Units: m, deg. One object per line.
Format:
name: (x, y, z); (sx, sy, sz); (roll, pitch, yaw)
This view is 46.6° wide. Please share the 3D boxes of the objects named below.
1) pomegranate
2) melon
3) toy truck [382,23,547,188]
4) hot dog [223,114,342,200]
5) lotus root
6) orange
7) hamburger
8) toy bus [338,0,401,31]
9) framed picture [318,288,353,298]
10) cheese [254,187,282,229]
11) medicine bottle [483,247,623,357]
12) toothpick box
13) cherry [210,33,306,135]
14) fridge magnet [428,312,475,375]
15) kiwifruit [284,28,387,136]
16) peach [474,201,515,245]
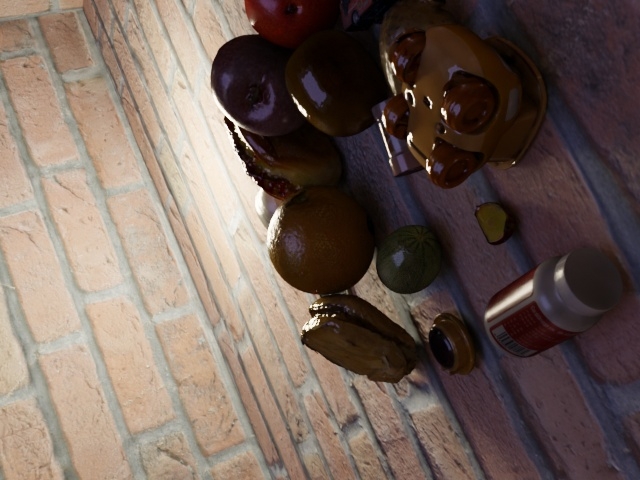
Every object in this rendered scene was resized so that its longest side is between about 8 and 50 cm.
pomegranate: (-0.061, -0.549, 1.660); (0.256, 0.221, 0.221); (-97, 11, -45)
melon: (0.190, 0.044, 1.605); (0.139, 0.139, 0.192); (61, 156, 23)
toy truck: (0.235, -0.225, 1.249); (0.204, 0.212, 0.288); (53, 153, 34)
hot dog: (-0.122, -0.264, 1.948); (0.405, 0.223, 0.185); (59, 150, 25)
lotus root: (0.180, -0.345, 1.367); (0.154, 0.140, 0.257); (-127, 28, -50)
orange: (0.000, 0.000, 1.815); (0.274, 0.274, 0.274); (44, 143, 46)
hamburger: (0.099, 0.237, 1.807); (0.283, 0.144, 0.259); (39, 152, -17)
toy bus: (0.110, -0.500, 1.497); (0.235, 0.073, 0.096); (161, 101, -65)
framed picture: (0.043, 0.162, 2.130); (0.203, 0.015, 0.150); (-25, 83, 65)
cheese: (-0.103, -0.101, 2.098); (0.189, 0.154, 0.198); (62, 153, 10)
medicine bottle: (0.384, 0.108, 1.251); (0.131, 0.131, 0.250); (65, 154, 15)
toothpick box: (0.172, -0.214, 1.515); (0.098, 0.098, 0.149); (-25, 82, 65)
cherry: (-0.128, -0.381, 1.776); (0.261, 0.307, 0.221); (29, 135, -4)
fridge magnet: (0.284, 0.226, 1.618); (0.143, 0.063, 0.143); (50, 150, 42)
kiwifruit: (0.038, -0.333, 1.601); (0.234, 0.196, 0.196); (47, 149, 12)
peach: (0.323, -0.031, 1.378); (0.083, 0.050, 0.077); (20, 101, 49)
